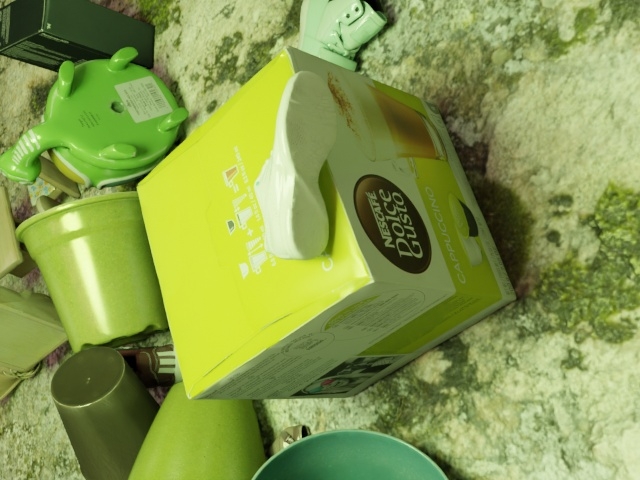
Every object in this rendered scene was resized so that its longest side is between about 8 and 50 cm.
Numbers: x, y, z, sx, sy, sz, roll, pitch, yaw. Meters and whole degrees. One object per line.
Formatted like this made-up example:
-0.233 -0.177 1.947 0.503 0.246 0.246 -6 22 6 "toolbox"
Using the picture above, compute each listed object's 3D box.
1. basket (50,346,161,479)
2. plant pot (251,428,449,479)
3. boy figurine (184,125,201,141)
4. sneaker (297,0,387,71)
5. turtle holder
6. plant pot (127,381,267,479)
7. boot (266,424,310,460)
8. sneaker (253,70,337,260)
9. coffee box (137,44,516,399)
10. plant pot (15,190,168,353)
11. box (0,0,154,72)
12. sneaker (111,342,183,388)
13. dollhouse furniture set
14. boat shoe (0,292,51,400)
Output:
-0.359 0.303 1.456 0.204 0.227 0.154 -3 42 15 "basket"
0.041 0.431 1.147 0.290 0.290 0.196 38 145 39 "plant pot"
-0.200 -0.139 1.550 0.177 0.092 0.285 48 113 36 "boy figurine"
0.034 -0.299 1.358 0.151 0.094 0.256 -12 72 46 "sneaker"
-0.426 -0.193 1.633 0.227 0.243 0.320 -42 17 53 "turtle holder"
-0.192 0.386 1.368 0.274 0.274 0.294 -23 51 37 "plant pot"
-0.038 0.357 1.358 0.087 0.042 0.119 -36 66 24 "boot"
-0.039 -0.084 0.965 0.094 0.080 0.212 -1 83 51 "sneaker"
0.000 0.000 1.181 0.338 0.334 0.338 -35 61 32 "coffee box"
-0.406 0.073 1.610 0.276 0.276 0.254 -24 79 37 "plant pot"
-0.501 -0.414 1.749 0.184 0.261 0.103 -4 80 41 "box"
-0.392 0.244 1.609 0.281 0.162 0.107 -23 68 37 "sneaker"
-0.694 0.045 1.772 0.362 0.256 0.394 -36 55 13 "dollhouse furniture set"
-0.681 0.261 1.907 0.302 0.109 0.098 -54 51 14 "boat shoe"
